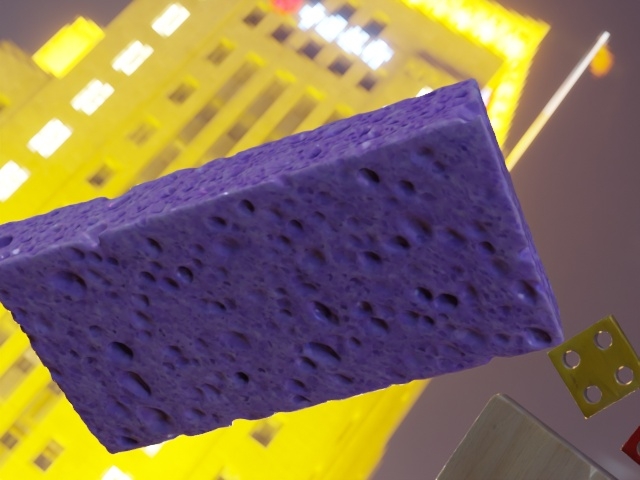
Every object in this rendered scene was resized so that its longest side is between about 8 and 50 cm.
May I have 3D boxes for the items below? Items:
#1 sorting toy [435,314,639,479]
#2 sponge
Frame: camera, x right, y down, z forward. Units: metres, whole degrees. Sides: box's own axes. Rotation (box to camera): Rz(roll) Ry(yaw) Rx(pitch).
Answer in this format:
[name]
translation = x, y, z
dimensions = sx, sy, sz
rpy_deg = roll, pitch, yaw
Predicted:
[sorting toy]
translation = 0.136, 0.177, 0.931
dimensions = 0.132, 0.274, 0.046
rpy_deg = 37, 14, 20
[sponge]
translation = -0.018, 0.018, 0.603
dimensions = 0.210, 0.031, 0.117
rpy_deg = -16, -55, 16
